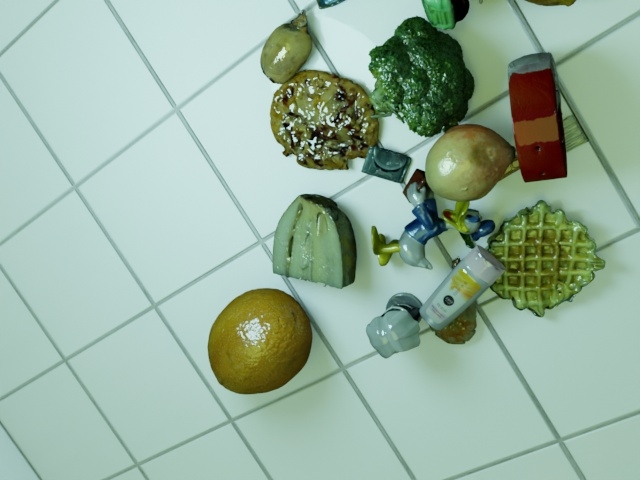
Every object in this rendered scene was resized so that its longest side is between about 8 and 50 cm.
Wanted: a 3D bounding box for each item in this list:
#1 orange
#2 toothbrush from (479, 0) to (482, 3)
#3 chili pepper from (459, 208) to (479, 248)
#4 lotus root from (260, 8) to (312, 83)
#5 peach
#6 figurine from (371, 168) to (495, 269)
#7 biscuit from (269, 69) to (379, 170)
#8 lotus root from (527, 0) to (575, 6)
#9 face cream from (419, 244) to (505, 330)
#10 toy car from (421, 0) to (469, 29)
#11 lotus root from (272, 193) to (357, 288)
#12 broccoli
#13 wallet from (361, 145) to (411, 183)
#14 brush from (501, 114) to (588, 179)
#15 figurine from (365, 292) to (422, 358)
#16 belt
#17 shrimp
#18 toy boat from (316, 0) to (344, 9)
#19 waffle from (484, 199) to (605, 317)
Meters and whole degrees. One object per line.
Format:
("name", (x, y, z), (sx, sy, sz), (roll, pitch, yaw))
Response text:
("orange", (-0.196, 0.324, 2.023), (0.322, 0.322, 0.357), (44, 120, 1))
("toothbrush", (0.423, -0.697, 1.670), (0.017, 0.014, 0.162), (18, 113, 32))
("chili pepper", (0.424, -0.034, 1.867), (0.055, 0.035, 0.118), (15, 108, 31))
("lotus root", (-0.092, -0.545, 1.829), (0.125, 0.118, 0.221), (31, 115, -11))
("peach", (0.388, -0.198, 1.654), (0.232, 0.232, 0.233), (5, 108, 16))
("figurine", (0.322, -0.060, 1.831), (0.338, 0.204, 0.284), (2, 92, 16))
("biscuit", (0.004, -0.342, 1.881), (0.333, 0.081, 0.290), (13, 109, 15))
("lotus root", (0.521, -0.690, 1.565), (0.291, 0.193, 0.193), (39, 114, 6))
("face cream", (0.398, 0.138, 1.840), (0.107, 0.073, 0.269), (42, 116, 6))
("toy car", (0.278, -0.703, 1.573), (0.176, 0.213, 0.359), (2, 84, 16))
("lotus root", (-0.010, -0.014, 1.957), (0.267, 0.149, 0.260), (9, 106, 34))
("broccoli", (0.247, -0.409, 1.699), (0.283, 0.303, 0.321), (-17, 100, 53))
("wallet", (0.191, -0.218, 1.865), (0.129, 0.026, 0.088), (15, 113, -11))
("brush", (0.567, -0.226, 1.772), (0.314, 0.017, 0.090), (-30, 93, 24))
("figurine", (0.217, 0.254, 1.913), (0.176, 0.236, 0.133), (-29, 97, 22))
("belt", (0.550, -0.312, 1.629), (0.115, 0.227, 0.324), (-7, 95, 23))
("shrimp", (0.396, 0.181, 1.931), (0.154, 0.062, 0.295), (9, 111, 21))
("toy boat", (0.063, -0.697, 1.749), (0.185, 0.077, 0.075), (-23, 98, 23))
("waffle", (0.612, 0.053, 1.815), (0.297, 0.073, 0.317), (42, 117, 0))
